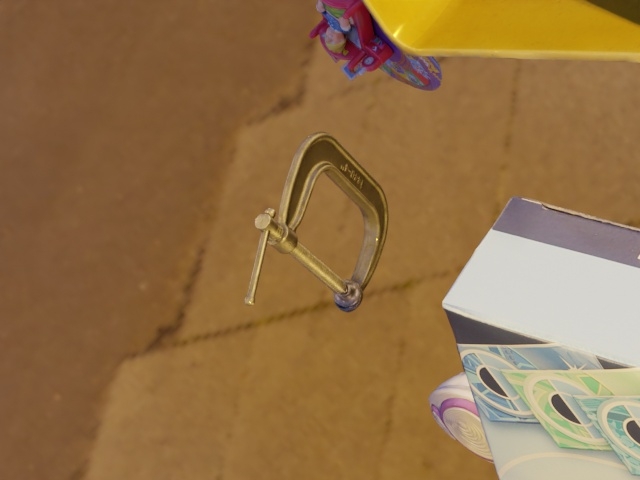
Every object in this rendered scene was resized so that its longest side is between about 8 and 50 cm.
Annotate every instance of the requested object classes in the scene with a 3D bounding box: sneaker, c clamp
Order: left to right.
[{"bbox_3d":[0.000,0.000,1.196,0.022,0.161,0.137,4,74,31],"label":"c clamp"},{"bbox_3d":[0.252,0.174,2.019,0.152,0.114,0.305,-43,15,-35],"label":"sneaker"}]

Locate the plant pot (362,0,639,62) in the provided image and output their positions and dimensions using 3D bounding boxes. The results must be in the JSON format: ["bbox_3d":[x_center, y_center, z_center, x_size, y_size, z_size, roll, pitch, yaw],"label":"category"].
[{"bbox_3d":[0.098,-0.218,0.751,0.187,0.212,0.212,-47,28,-20],"label":"plant pot"}]

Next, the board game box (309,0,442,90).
[{"bbox_3d":[0.017,-0.160,1.284,0.033,0.168,0.133,-47,26,-9],"label":"board game box"}]

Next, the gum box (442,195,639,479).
[{"bbox_3d":[0.123,0.081,0.429,0.157,0.184,0.041,17,55,31],"label":"gum box"}]
